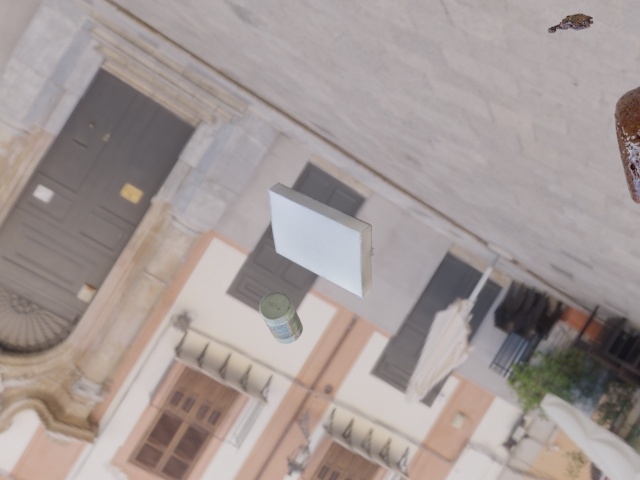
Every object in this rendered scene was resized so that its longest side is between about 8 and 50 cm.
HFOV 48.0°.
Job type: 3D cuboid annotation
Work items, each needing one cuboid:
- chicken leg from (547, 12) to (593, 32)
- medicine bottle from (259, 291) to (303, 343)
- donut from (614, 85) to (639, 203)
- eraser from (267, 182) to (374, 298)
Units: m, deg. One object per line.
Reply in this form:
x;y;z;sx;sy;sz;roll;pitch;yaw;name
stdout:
0.478;-0.415;1.374;0.083;0.036;0.021;2;153;34;chicken leg
-0.055;0.111;1.022;0.047;0.047;0.083;31;159;27;medicine bottle
0.524;-0.159;1.109;0.126;0.186;0.144;-15;-169;37;donut
0.000;0.000;0.880;0.150;0.023;0.103;27;138;33;eraser
